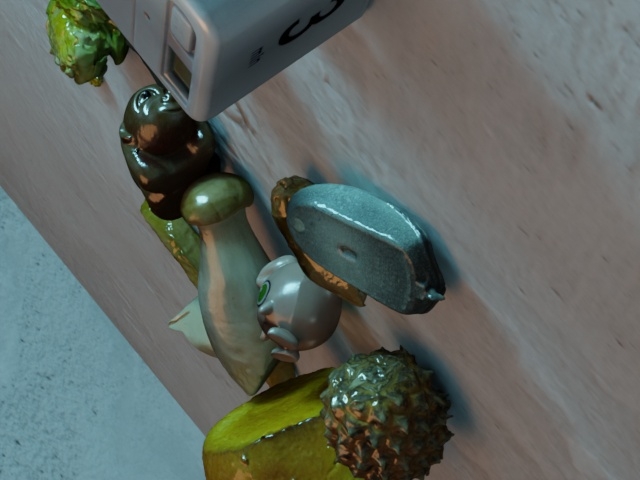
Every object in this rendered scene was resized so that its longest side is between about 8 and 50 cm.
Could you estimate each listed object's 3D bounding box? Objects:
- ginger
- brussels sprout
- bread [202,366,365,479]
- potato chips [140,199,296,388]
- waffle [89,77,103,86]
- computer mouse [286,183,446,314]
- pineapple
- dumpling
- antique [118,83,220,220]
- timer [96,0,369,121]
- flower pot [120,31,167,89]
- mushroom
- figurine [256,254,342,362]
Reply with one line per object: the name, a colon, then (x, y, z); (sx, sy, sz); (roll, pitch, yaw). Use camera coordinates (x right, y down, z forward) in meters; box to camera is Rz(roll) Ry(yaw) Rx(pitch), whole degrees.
ginger: (0.000, 0.001, 1.607); (0.190, 0.069, 0.095); (58, 167, -16)
brussels sprout: (-0.329, -0.291, 1.870); (0.139, 0.101, 0.181); (64, 164, 0)
bread: (-0.017, 0.293, 1.862); (0.312, 0.312, 0.172); (6, 117, 67)
potato chips: (-0.169, 0.085, 2.236); (0.407, 0.057, 0.080); (53, 160, 1)
waffle: (-0.376, -0.280, 2.139); (0.085, 0.016, 0.078); (54, 163, 2)
computer mouse: (0.060, 0.002, 1.462); (0.229, 0.068, 0.113); (29, 140, 32)
pineapple: (0.087, 0.234, 1.675); (0.166, 0.166, 0.193); (32, 146, 50)
dumpling: (-0.116, 0.132, 2.069); (0.250, 0.162, 0.132); (11, 100, 35)
antique: (-0.215, -0.131, 1.848); (0.143, 0.121, 0.257); (60, 171, 10)
timer: (-0.077, -0.248, 1.113); (0.194, 0.195, 0.192); (50, 163, 8)
flower pot: (-0.155, -0.239, 1.489); (0.157, 0.107, 0.157); (45, 162, 20)
mushroom: (-0.111, 0.070, 1.867); (0.128, 0.128, 0.350); (28, 136, 54)
figurine: (-0.032, 0.085, 1.771); (0.125, 0.138, 0.125); (13, 158, 5)
